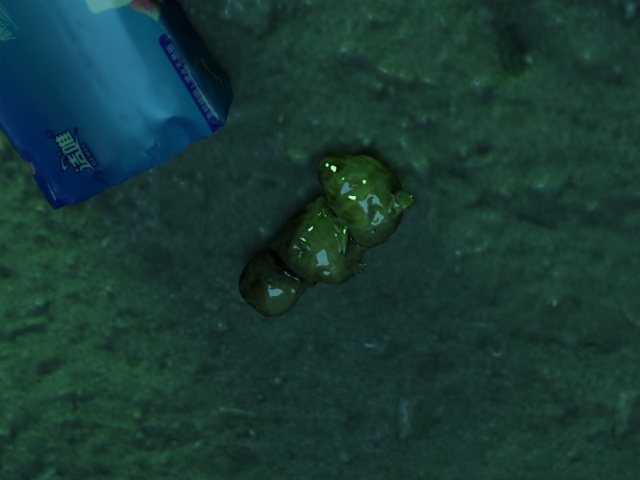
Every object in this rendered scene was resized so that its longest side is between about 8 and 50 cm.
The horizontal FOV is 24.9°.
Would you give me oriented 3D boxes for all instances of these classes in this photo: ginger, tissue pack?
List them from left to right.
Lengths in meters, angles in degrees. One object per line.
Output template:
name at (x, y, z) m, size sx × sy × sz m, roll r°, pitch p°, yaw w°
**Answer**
tissue pack at (-0.232, -0.184, 1.334) m, size 0.209 × 0.137 × 0.269 m, roll -23°, pitch 115°, yaw 16°
ginger at (0.000, 0.000, 1.452) m, size 0.104 × 0.080 × 0.204 m, roll 41°, pitch 111°, yaw -2°
